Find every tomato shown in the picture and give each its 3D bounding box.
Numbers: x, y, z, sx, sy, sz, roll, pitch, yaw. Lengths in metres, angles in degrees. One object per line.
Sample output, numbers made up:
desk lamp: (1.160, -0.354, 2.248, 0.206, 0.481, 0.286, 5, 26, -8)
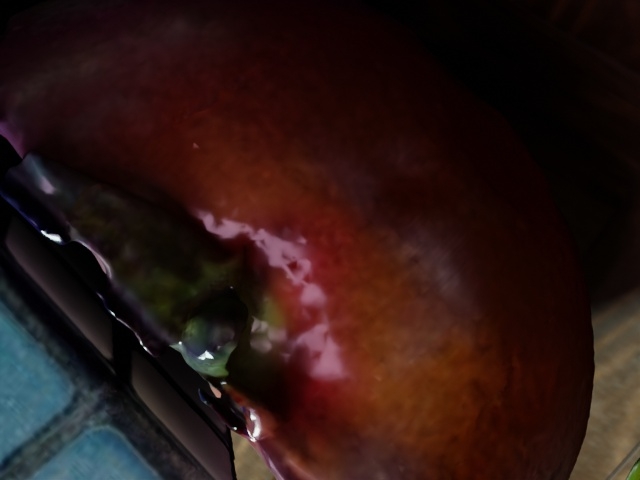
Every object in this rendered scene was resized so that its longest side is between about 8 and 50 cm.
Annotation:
tomato: (0.000, -0.006, 0.842, 0.335, 0.176, 0.289, 49, 178, -5)

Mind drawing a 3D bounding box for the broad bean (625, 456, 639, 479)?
broad bean: (0.227, 0.191, 0.995, 0.070, 0.048, 0.213, -15, 119, 49)

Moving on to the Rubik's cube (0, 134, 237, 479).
Rubik's cube: (-0.273, 0.069, 0.890, 0.337, 0.344, 0.344, 48, -178, -14)
